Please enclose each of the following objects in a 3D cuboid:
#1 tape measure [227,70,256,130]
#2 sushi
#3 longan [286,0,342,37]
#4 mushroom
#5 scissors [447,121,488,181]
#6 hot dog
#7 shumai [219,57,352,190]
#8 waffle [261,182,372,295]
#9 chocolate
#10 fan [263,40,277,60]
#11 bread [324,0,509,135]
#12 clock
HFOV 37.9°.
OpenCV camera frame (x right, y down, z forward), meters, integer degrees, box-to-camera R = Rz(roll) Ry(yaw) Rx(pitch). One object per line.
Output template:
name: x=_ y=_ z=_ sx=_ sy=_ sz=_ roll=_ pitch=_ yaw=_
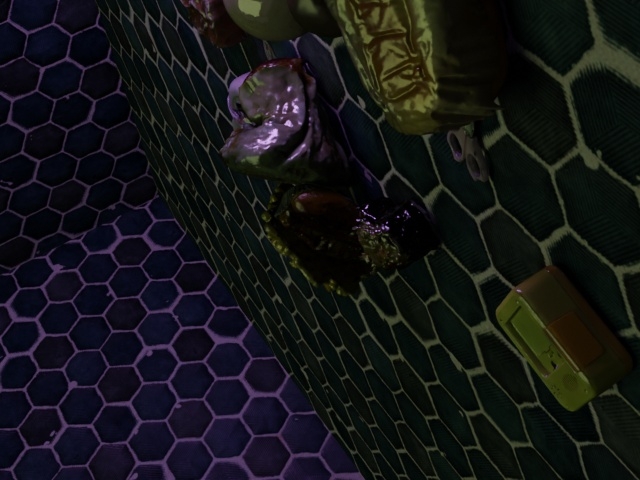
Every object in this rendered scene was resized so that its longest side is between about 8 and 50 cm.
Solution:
tape measure: x=-0.144 y=-0.305 z=2.219 sx=0.236 sy=0.120 sz=0.197 roll=21 pitch=136 yaw=58
sushi: x=0.139 y=-0.013 z=1.846 sx=0.147 sy=0.115 sz=0.212 roll=63 pitch=164 yaw=-8
longan: x=0.022 y=-0.415 z=1.461 sx=0.189 sy=0.189 sz=0.189 roll=53 pitch=161 yaw=27
mushroom: x=-0.072 y=-0.451 z=1.677 sx=0.206 sy=0.206 sz=0.209 roll=55 pitch=-176 yaw=21
scissors: x=0.235 y=-0.180 z=1.458 sx=0.110 sy=0.021 sz=0.212 roll=54 pitch=162 yaw=34
hot dog: x=0.024 y=-0.030 z=1.982 sx=0.270 sy=0.082 sz=0.162 roll=29 pitch=140 yaw=-33
shumai: x=-0.058 y=-0.254 z=2.007 sx=0.309 sy=0.304 sz=0.263 roll=9 pitch=91 yaw=64
waffle: x=-0.007 y=-0.007 z=2.120 sx=0.301 sy=0.281 sz=0.058 roll=45 pitch=124 yaw=-2
chocolate: x=-0.262 y=-0.551 z=2.216 sx=0.214 sy=0.093 sz=0.148 roll=40 pitch=152 yaw=51
fan: x=-0.113 y=-0.430 z=2.120 sx=0.060 sy=0.003 sz=0.080 roll=66 pitch=163 yaw=-16
bread: x=0.123 y=-0.339 z=1.287 sx=0.236 sy=0.183 sz=0.389 roll=-2 pitch=107 yaw=50
clock: x=0.375 y=0.151 z=1.444 sx=0.202 sy=0.096 sz=0.143 roll=55 pitch=160 yaw=17
